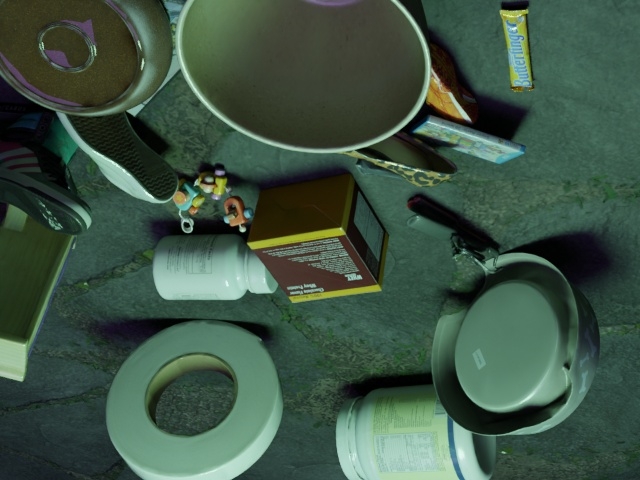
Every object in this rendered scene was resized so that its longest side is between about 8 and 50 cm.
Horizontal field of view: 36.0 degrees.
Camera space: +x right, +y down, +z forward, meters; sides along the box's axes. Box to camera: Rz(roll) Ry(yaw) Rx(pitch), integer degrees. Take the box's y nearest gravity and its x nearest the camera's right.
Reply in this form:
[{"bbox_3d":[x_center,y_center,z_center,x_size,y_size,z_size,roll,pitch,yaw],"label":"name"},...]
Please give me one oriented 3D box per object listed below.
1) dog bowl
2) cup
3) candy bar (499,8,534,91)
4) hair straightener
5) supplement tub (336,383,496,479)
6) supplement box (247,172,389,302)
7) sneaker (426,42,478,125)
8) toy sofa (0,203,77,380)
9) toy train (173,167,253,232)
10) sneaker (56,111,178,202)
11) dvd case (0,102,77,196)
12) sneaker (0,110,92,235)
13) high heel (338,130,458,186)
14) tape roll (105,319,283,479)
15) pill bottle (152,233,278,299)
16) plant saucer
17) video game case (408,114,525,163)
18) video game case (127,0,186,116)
[{"bbox_3d":[0.367,0.202,1.845,0.102,0.349,0.348,22,144,-35],"label":"dog bowl"},{"bbox_3d":[-0.005,-0.315,1.327,0.331,0.237,0.331,8,143,6],"label":"cup"},{"bbox_3d":[0.296,-0.284,1.474,0.040,0.018,0.161,-1,141,16],"label":"candy bar"},{"bbox_3d":[0.250,0.009,1.812,0.230,0.089,0.047,32,137,-26],"label":"hair straightener"},{"bbox_3d":[0.223,0.453,2.284,0.324,0.235,0.235,-9,139,25],"label":"supplement tub"},{"bbox_3d":[0.000,0.000,1.830,0.191,0.129,0.194,-9,138,25],"label":"supplement box"},{"bbox_3d":[0.184,-0.235,1.531,0.067,0.064,0.175,-6,139,32],"label":"sneaker"},{"bbox_3d":[-0.592,0.098,1.919,0.150,0.362,0.177,15,137,-7],"label":"toy sofa"},{"bbox_3d":[-0.210,-0.065,1.817,0.166,0.046,0.125,-9,99,29],"label":"toy train"},{"bbox_3d":[-0.381,-0.172,1.724,0.123,0.106,0.290,4,138,51],"label":"sneaker"},{"bbox_3d":[-0.569,-0.163,1.844,0.179,0.030,0.239,5,143,7],"label":"dvd case"},{"bbox_3d":[-0.463,-0.127,1.696,0.295,0.178,0.124,25,151,27],"label":"sneaker"},{"bbox_3d":[0.106,-0.167,1.582,0.186,0.093,0.261,9,162,31],"label":"high heel"},{"bbox_3d":[-0.272,0.350,2.149,0.392,0.392,0.072,1,143,13],"label":"tape roll"},{"bbox_3d":[-0.203,0.053,1.950,0.229,0.131,0.131,-1,142,16],"label":"pill bottle"},{"bbox_3d":[-0.382,-0.304,1.500,0.310,0.050,0.311,4,134,4],"label":"plant saucer"},{"bbox_3d":[0.236,-0.163,1.604,0.166,0.015,0.119,16,173,-8],"label":"video game case"},{"bbox_3d":[-0.323,-0.335,1.541,0.248,0.035,0.275,32,136,-25],"label":"video game case"}]
